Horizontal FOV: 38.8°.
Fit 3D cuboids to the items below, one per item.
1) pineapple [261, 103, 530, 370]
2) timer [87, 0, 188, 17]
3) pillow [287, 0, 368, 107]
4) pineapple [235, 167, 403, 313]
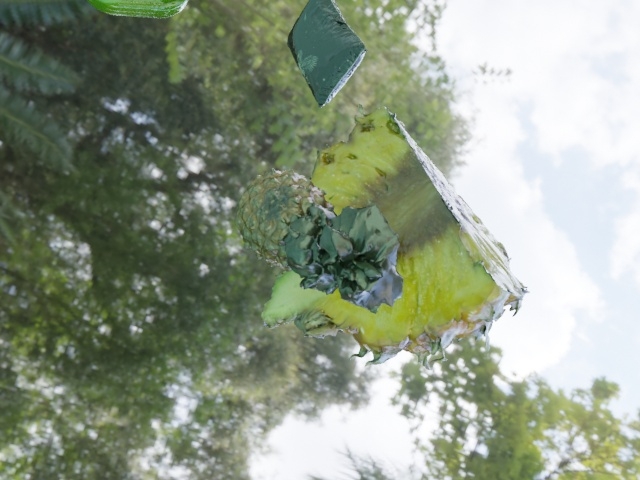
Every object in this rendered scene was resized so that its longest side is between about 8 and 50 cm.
[{"bbox_3d":[0.081,0.045,1.162,0.286,0.209,0.344,-38,-126,15],"label":"pineapple"},{"bbox_3d":[-0.216,-0.324,1.055,0.047,0.128,0.140,135,-50,-64],"label":"timer"},{"bbox_3d":[0.004,-0.332,1.549,0.141,0.055,0.208,-54,-139,31],"label":"pillow"},{"bbox_3d":[0.000,0.000,0.979,0.111,0.119,0.237,-51,-139,-6],"label":"pineapple"}]
